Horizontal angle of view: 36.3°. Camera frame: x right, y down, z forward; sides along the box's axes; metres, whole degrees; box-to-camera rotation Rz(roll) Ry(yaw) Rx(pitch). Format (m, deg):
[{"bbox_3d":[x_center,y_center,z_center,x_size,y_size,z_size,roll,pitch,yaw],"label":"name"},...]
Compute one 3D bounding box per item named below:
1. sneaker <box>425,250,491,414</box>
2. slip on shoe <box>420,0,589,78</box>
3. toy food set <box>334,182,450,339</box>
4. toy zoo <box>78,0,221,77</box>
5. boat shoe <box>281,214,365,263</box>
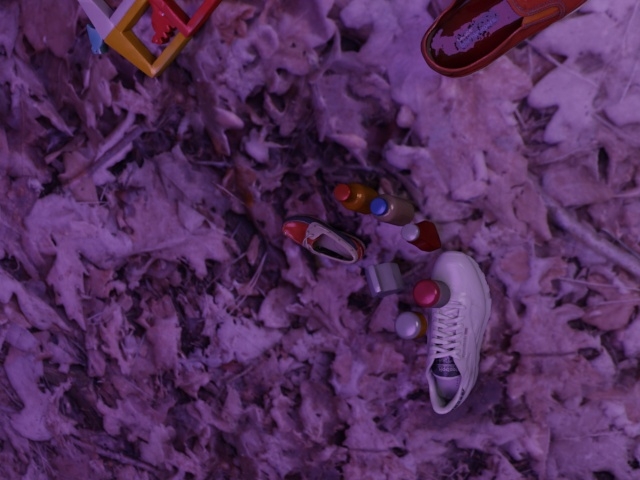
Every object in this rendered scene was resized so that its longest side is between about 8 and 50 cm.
[{"bbox_3d":[0.190,0.132,1.400,0.090,0.095,0.235,4,107,24],"label":"sneaker"},{"bbox_3d":[0.256,-0.314,1.208,0.331,0.101,0.123,-37,90,28],"label":"slip on shoe"},{"bbox_3d":[0.102,0.020,1.350,0.111,0.104,0.232,-20,77,22],"label":"toy food set"},{"bbox_3d":[-0.249,-0.378,1.437,0.192,0.030,0.293,47,119,1],"label":"toy zoo"},{"bbox_3d":[0.000,0.000,1.462,0.137,0.043,0.049,22,117,16],"label":"boat shoe"}]
